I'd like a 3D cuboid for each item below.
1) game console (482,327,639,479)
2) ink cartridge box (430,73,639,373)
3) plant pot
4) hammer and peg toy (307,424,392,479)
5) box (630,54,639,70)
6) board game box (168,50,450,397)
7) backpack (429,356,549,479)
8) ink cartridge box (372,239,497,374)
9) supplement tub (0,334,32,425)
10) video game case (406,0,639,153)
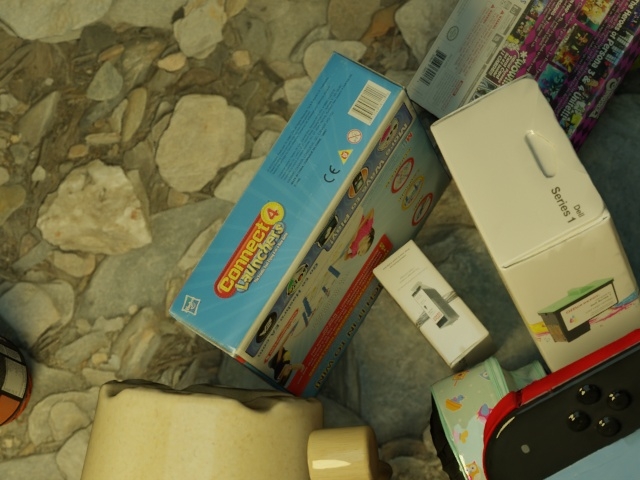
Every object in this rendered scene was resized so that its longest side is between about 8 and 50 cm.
[{"bbox_3d":[0.368,0.237,1.550,0.342,0.060,0.386,-28,116,14],"label":"game console"},{"bbox_3d":[0.228,0.003,1.641,0.117,0.278,0.201,-27,51,5],"label":"ink cartridge box"},{"bbox_3d":[-0.120,0.296,1.609,0.333,0.334,0.306,4,88,14],"label":"plant pot"},{"bbox_3d":[0.092,0.346,1.581,0.127,0.266,0.361,-8,89,17],"label":"hammer and peg toy"},{"bbox_3d":[0.366,-0.245,1.818,0.232,0.058,0.087,-19,72,8],"label":"box"},{"bbox_3d":[0.000,0.000,1.706,0.086,0.302,0.308,30,83,19],"label":"board game box"},{"bbox_3d":[0.185,0.201,1.665,0.144,0.188,0.166,-23,71,12],"label":"backpack"},{"bbox_3d":[0.124,0.076,1.764,0.056,0.099,0.135,-39,72,-1],"label":"ink cartridge box"},{"bbox_3d":[-0.395,0.147,1.814,0.117,0.190,0.117,-3,75,11],"label":"supplement tub"},{"bbox_3d":[0.228,-0.203,1.794,0.210,0.042,0.232,37,103,31],"label":"video game case"}]
